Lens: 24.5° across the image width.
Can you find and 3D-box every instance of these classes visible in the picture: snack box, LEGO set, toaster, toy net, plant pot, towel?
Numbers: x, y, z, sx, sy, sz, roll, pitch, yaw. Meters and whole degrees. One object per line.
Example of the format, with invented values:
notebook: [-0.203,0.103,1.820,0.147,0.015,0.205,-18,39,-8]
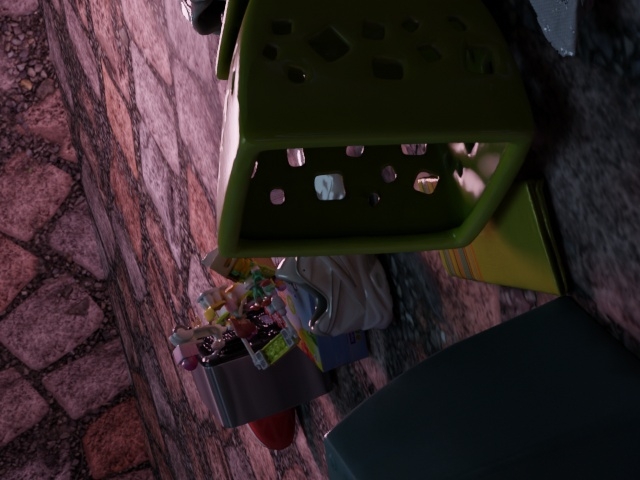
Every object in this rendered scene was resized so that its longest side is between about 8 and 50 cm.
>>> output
snack box: [-0.021,0.040,1.815,0.207,0.070,0.174,-141,37,-60]
LEGO set: [-0.082,0.084,1.738,0.107,0.132,0.287,60,154,14]
toaster: [-0.082,0.160,1.985,0.186,0.168,0.110,-153,45,-70]
toy net: [0.160,-0.236,0.962,0.122,0.045,0.232,25,133,66]
plant pot: [0.026,-0.122,1.196,0.228,0.227,0.207,110,155,-64]
plant pot: [0.133,0.182,1.147,0.166,0.234,0.165,-132,29,-54]
towel: [0.149,-0.009,1.288,0.102,0.021,0.237,71,164,-8]

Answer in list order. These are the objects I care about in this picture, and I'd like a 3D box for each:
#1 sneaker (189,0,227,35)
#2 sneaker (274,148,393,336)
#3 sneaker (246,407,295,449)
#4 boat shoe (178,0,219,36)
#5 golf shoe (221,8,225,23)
sneaker: [-0.112,-0.284,1.558,0.262,0.121,0.099,42,176,38]
sneaker: [0.000,0.000,1.617,0.090,0.115,0.232,175,78,-74]
sneaker: [-0.077,0.211,2.165,0.128,0.087,0.221,-169,62,-74]
boat shoe: [-0.107,-0.285,1.762,0.219,0.078,0.070,43,149,45]
golf shoe: [-0.010,-0.235,1.340,0.198,0.094,0.077,-37,69,40]
